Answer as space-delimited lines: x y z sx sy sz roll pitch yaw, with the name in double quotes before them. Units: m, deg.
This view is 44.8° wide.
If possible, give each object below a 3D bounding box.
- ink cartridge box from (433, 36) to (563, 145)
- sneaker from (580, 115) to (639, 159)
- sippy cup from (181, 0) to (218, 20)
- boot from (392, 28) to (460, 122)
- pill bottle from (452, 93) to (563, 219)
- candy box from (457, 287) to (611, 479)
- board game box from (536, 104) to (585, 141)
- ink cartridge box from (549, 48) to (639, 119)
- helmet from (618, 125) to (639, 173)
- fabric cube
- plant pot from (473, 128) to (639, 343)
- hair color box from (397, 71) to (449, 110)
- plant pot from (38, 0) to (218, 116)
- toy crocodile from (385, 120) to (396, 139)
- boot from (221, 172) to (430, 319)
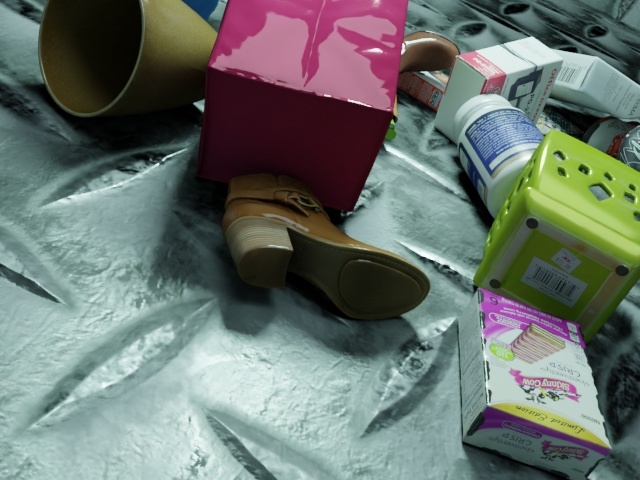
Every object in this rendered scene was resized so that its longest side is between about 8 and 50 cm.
"ink cartridge box" 0.371 -0.309 1.616 0.237 0.172 0.100 -20 52 -32
"sneaker" 0.728 -0.216 1.805 0.270 0.090 0.145 -8 41 -42
"sippy cup" -0.312 -0.554 1.573 0.240 0.305 0.224 26 31 -54
"boot" 0.155 -0.337 1.582 0.264 0.096 0.280 12 42 -2
"pill bottle" 0.342 -0.154 1.431 0.153 0.153 0.264 9 36 -19
"candy box" 0.263 0.175 0.989 0.159 0.071 0.233 20 34 -5
"board game box" 0.478 -0.298 1.818 0.165 0.042 0.243 -7 43 -37
"ink cartridge box" 0.669 -0.330 1.850 0.385 0.091 0.308 26 8 -25
"helmet" 0.739 -0.172 1.685 0.162 0.169 0.169 12 31 -46
"fabric cube" -0.030 -0.236 1.151 0.259 0.254 0.258 14 59 -6
"plant pot" 0.371 0.007 1.165 0.228 0.227 0.207 30 40 10
"hair color box" 0.226 -0.360 1.749 0.167 0.053 0.093 37 36 20
"plant pot" -0.271 -0.304 1.244 0.237 0.237 0.254 42 24 27
"toy crocodile" -0.017 -0.241 1.406 0.341 0.105 0.115 11 36 -25
"boot" 0.000 0.000 1.077 0.284 0.109 0.220 8 29 -16
